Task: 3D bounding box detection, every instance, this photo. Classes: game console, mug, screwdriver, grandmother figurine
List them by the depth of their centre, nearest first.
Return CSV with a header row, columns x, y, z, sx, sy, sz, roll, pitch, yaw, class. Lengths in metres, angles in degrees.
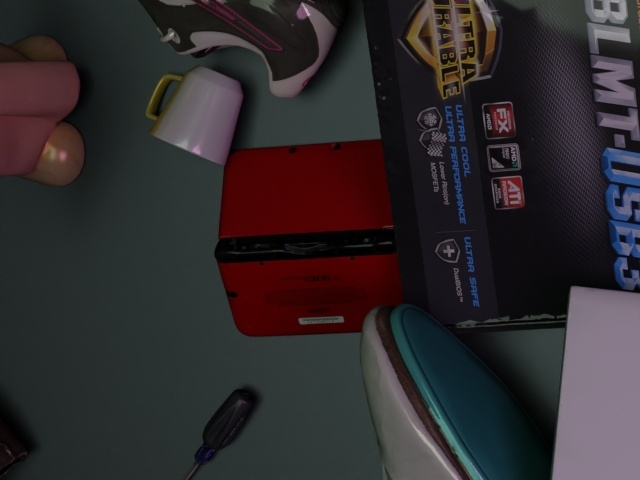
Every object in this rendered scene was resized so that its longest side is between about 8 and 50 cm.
x,y,z,sx,sy,sz,roll,pitch,yaw,class
-0.274,-0.100,1.408,0.104,0.342,0.208,-19,90,17,grandmother figurine
-0.096,-0.100,1.507,0.078,0.062,0.064,24,93,6,mug
0.000,0.000,1.512,0.144,0.085,0.124,-3,125,17,game console
-0.102,0.183,1.559,0.024,0.025,0.170,39,112,9,screwdriver

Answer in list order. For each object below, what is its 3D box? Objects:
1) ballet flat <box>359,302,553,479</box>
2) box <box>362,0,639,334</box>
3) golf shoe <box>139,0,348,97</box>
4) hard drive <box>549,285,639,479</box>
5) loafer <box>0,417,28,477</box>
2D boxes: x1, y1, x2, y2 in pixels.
x,y,z,sx,sy,sz,roll,pitch,yaw,class
0.141,0.223,1.414,0.139,0.139,0.400,-43,96,15,ballet flat
0.190,-0.087,1.397,0.293,0.073,0.295,-3,105,17,box
-0.112,-0.202,1.481,0.273,0.105,0.120,24,106,13,golf shoe
0.315,0.151,1.327,0.318,0.040,0.210,6,72,5,hard drive
-0.306,0.230,1.565,0.078,0.080,0.220,31,86,3,loafer
